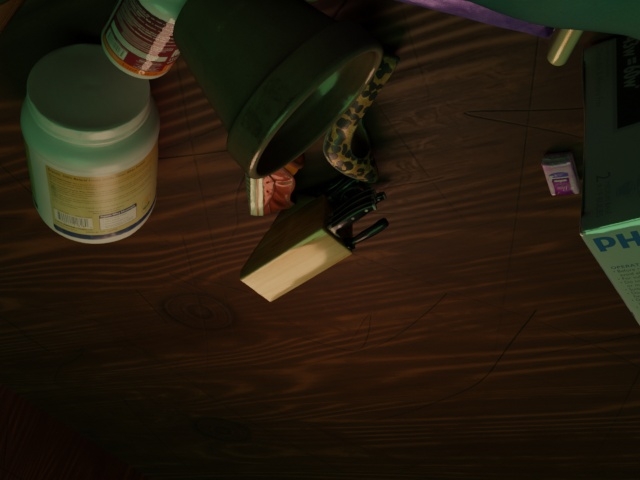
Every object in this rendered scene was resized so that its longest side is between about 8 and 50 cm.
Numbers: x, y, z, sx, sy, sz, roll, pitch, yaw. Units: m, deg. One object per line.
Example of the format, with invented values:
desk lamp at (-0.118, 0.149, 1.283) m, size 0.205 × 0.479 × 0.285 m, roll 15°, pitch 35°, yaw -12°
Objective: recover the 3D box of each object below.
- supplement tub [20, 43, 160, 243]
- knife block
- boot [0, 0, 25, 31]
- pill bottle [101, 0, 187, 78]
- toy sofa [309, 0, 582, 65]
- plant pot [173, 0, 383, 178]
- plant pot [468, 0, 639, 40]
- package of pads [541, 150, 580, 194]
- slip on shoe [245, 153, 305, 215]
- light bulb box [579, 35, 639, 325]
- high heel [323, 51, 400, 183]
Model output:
supplement tub at (-0.399, -0.164, 1.447) m, size 0.228 × 0.228 × 0.316 m, roll 17°, pitch 146°, yaw -2°
knife block at (0.000, 0.000, 1.524) m, size 0.088 × 0.275 × 0.242 m, roll 40°, pitch 168°, yaw -30°
boot at (-0.531, -0.390, 1.188) m, size 0.203 × 0.262 × 0.095 m, roll 37°, pitch 107°, yaw -24°
pill bottle at (-0.235, -0.347, 1.222) m, size 0.121 × 0.121 × 0.221 m, roll 29°, pitch 143°, yaw -19°
toy sofa at (0.161, -0.330, 1.038) m, size 0.363 × 0.177 × 0.150 m, roll 15°, pitch 152°, yaw 1°
plant pot at (-0.081, -0.253, 1.157) m, size 0.229 × 0.263 × 0.263 m, roll 45°, pitch 143°, yaw 5°
plant pot at (0.273, -0.331, 0.834) m, size 0.255 × 0.271 × 0.271 m, roll 23°, pitch 145°, yaw -10°
package of pads at (0.403, -0.112, 1.383) m, size 0.050 × 0.032 × 0.083 m, roll -2°, pitch 142°, yaw 28°
slip on shoe at (-0.078, -0.162, 1.445) m, size 0.101 × 0.123 × 0.331 m, roll -6°, pitch 146°, yaw -9°
light bulb box at (0.525, -0.063, 1.121) m, size 0.225 × 0.357 × 0.361 m, roll -16°, pitch 134°, yaw 34°
high heel at (0.087, -0.193, 1.347) m, size 0.186 × 0.093 × 0.261 m, roll -13°, pitch 136°, yaw 29°
